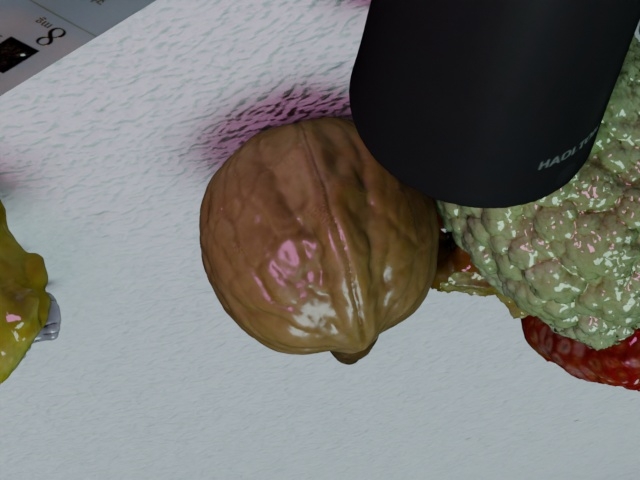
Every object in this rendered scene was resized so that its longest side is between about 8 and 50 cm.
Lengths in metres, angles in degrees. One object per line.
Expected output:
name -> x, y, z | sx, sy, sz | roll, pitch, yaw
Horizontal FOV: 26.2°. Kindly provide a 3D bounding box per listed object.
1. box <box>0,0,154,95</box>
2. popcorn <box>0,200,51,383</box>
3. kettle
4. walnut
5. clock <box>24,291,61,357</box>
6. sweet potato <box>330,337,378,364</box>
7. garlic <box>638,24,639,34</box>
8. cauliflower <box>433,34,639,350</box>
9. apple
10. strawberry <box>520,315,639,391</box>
box -> -0.238, -0.183, 0.978 | 0.243, 0.067, 0.155 | -25, 149, 25
popcorn -> -0.361, 0.063, 1.202 | 0.233, 0.265, 0.192 | 3, 163, -45
kettle -> 0.168, -0.189, 0.987 | 0.262, 0.203, 0.308 | -4, 150, -9
walnut -> 0.000, 0.000, 1.264 | 0.228, 0.228, 0.228 | -9, 154, -5
clock -> -0.372, 0.081, 1.433 | 0.176, 0.080, 0.117 | -15, 154, 5
sweet potato -> 0.024, 0.095, 1.610 | 0.097, 0.097, 0.292 | -17, 154, 10
garlic -> 0.349, -0.195, 1.194 | 0.198, 0.090, 0.128 | 1, 137, -10
cauliflower -> 0.251, -0.051, 1.264 | 0.250, 0.272, 0.275 | -40, -179, -42
apple -> 0.184, -0.002, 1.424 | 0.158, 0.147, 0.156 | 20, 179, -39
strawberry -> 0.388, 0.065, 1.522 | 0.351, 0.267, 0.312 | -6, -171, 28
